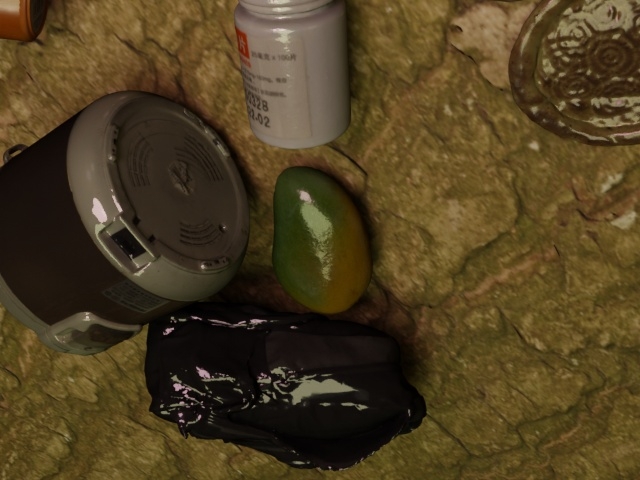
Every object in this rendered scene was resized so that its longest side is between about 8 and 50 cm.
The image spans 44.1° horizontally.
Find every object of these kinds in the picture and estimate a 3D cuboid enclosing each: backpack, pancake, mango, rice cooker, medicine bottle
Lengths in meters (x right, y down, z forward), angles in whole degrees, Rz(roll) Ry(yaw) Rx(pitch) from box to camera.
[{"bbox_3d":[-0.050,0.241,1.291,0.446,0.254,0.363,1,163,9],"label":"backpack"},{"bbox_3d":[0.356,-0.218,0.957,0.250,0.031,0.250,10,129,12],"label":"pancake"},{"bbox_3d":[0.000,0.000,1.204,0.157,0.114,0.251,8,120,23],"label":"mango"},{"bbox_3d":[-0.302,-0.018,1.151,0.325,0.335,0.335,-25,116,31],"label":"rice cooker"},{"bbox_3d":[-0.034,-0.252,0.990,0.145,0.144,0.252,8,131,13],"label":"medicine bottle"}]

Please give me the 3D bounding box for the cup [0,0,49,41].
[{"bbox_3d":[-0.505,-0.324,1.031,0.264,0.226,0.182,8,173,-8],"label":"cup"}]
